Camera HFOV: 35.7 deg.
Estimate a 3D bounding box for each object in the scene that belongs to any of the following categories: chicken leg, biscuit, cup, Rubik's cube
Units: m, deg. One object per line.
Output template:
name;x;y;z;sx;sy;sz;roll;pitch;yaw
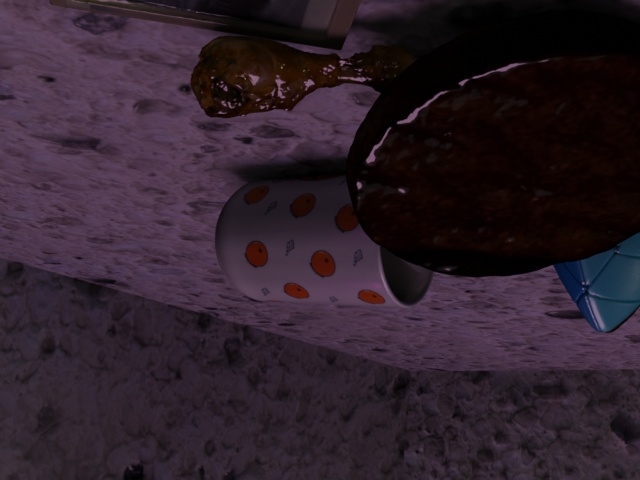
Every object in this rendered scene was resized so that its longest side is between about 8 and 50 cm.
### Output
chicken leg;-0.022;-0.183;1.087;0.251;0.087;0.107;-3;-178;6
biscuit;0.231;-0.099;1.125;0.407;0.091;0.407;-5;146;-3
cup;0.000;0.000;1.587;0.317;0.212;0.212;-1;163;30
Rubik's cube;0.428;-0.036;1.426;0.254;0.254;0.254;6;165;2

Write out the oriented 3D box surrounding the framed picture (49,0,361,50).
framed picture;-0.097;-0.295;0.878;0.326;0.028;0.446;8;165;-7
